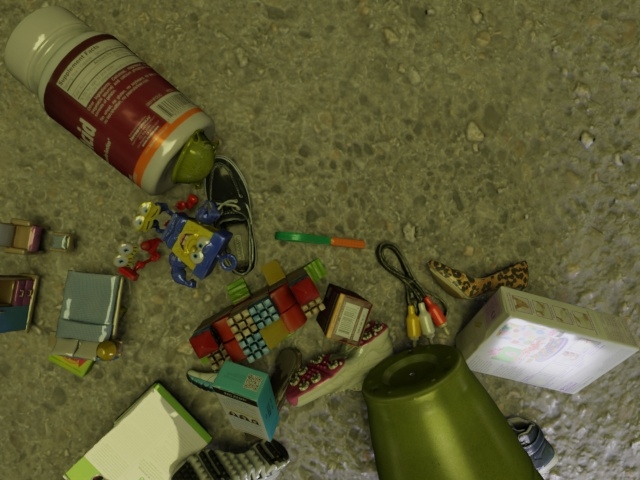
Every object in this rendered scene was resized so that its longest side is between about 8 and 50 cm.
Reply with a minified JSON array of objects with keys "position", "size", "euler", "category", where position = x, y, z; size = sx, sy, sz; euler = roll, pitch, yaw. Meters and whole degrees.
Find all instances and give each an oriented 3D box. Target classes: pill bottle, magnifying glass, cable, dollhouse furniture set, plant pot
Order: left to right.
[{"position":[-0.573,0.108,0.952],"size":[0.302,0.198,0.287],"euler":[8,86,5],"category":"dollhouse furniture set"},{"position":[-0.453,-0.302,0.982],"size":[0.392,0.224,0.224],"euler":[39,87,-5],"category":"pill bottle"},{"position":[0.000,0.000,1.115],"size":[0.230,0.092,0.026],"euler":[4,88,-17],"category":"magnifying glass"},{"position":[0.247,0.126,1.144],"size":[0.139,0.072,0.288],"euler":[-22,93,-11],"category":"cable"},{"position":[0.262,0.441,0.999],"size":[0.366,0.366,0.353],"euler":[-24,95,-5],"category":"plant pot"}]

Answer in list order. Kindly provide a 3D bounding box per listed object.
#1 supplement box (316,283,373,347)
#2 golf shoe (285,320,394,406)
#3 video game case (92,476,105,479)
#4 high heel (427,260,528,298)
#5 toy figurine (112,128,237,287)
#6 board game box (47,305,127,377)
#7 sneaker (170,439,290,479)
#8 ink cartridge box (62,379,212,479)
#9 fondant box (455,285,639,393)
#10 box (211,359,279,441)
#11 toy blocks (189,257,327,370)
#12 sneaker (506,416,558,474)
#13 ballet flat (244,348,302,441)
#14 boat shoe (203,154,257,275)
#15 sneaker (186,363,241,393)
[{"position":[0.053,0.173,1.064],"size":[0.080,0.188,0.104],"euler":[20,89,-7],"category":"supplement box"},{"position":[0.062,0.327,1.090],"size":[0.306,0.115,0.140],"euler":[-30,106,-19],"category":"golf shoe"},{"position":[-0.451,0.623,1.091],"size":[0.232,0.042,0.210],"euler":[-41,95,-4],"category":"video game case"},{"position":[0.411,0.075,1.157],"size":[0.261,0.093,0.186],"euler":[35,82,-9],"category":"high heel"},{"position":[-0.252,-0.027,0.976],"size":[0.217,0.191,0.363],"euler":[33,99,7],"category":"toy figurine"},{"position":[-0.556,0.222,1.071],"size":[0.092,0.043,0.182],"euler":[31,88,-6],"category":"board game box"},{"position":[-0.208,0.556,1.041],"size":[0.291,0.110,0.119],"euler":[12,106,-38],"category":"sneaker"},{"position":[-0.411,0.483,1.026],"size":[0.189,0.097,0.255],"euler":[48,66,-5],"category":"ink cartridge box"},{"position":[0.540,0.253,1.099],"size":[0.329,0.096,0.238],"euler":[14,134,-7],"category":"fondant box"},{"position":[-0.154,0.353,0.967],"size":[0.100,0.244,0.060],"euler":[14,50,13],"category":"box"},{"position":[-0.137,0.178,1.008],"size":[0.381,0.261,0.191],"euler":[-29,94,-5],"category":"toy blocks"},{"position":[0.499,0.569,1.165],"size":[0.226,0.086,0.164],"euler":[-36,106,-14],"category":"sneaker"},{"position":[-0.112,0.385,1.117],"size":[0.084,0.058,0.250],"euler":[25,87,37],"category":"ballet flat"},{"position":[-0.217,-0.061,1.073],"size":[0.108,0.102,0.302],"euler":[-10,92,-6],"category":"boat shoe"},{"position":[-0.234,0.341,1.107],"size":[0.190,0.071,0.083],"euler":[17,63,-3],"category":"sneaker"}]
